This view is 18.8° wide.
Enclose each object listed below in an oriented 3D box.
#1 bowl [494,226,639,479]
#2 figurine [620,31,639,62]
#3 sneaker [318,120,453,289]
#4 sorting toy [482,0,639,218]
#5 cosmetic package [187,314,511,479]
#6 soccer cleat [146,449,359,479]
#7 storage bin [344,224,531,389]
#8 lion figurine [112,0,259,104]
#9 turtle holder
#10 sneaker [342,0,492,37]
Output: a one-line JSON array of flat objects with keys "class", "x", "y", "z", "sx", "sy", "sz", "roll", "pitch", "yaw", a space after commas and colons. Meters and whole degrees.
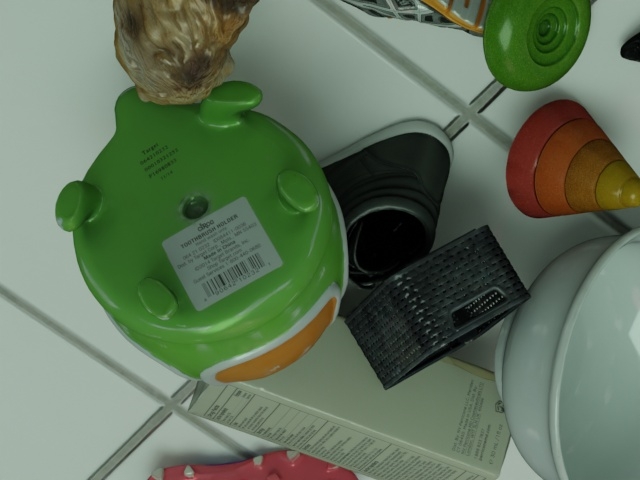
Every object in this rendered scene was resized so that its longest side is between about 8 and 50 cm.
[{"class": "bowl", "x": 0.267, "y": 0.122, "z": 1.926, "sx": 0.134, "sy": 0.298, "sz": 0.297, "roll": 11, "pitch": 132, "yaw": 40}, {"class": "figurine", "x": 0.417, "y": -0.168, "z": 1.787, "sx": 0.215, "sy": 0.092, "sz": 0.209, "roll": 43, "pitch": 127, "yaw": -8}, {"class": "sneaker", "x": 0.000, "y": 0.000, "z": 1.918, "sx": 0.296, "sy": 0.147, "sz": 0.104, "roll": -30, "pitch": 117, "yaw": 25}, {"class": "sorting toy", "x": 0.237, "y": -0.162, "z": 1.767, "sx": 0.127, "sy": 0.126, "sz": 0.365, "roll": -31, "pitch": 127, "yaw": -27}, {"class": "cosmetic package", "x": 0.034, "y": 0.164, "z": 2.008, "sx": 0.309, "sy": 0.113, "sz": 0.160, "roll": 22, "pitch": 157, "yaw": -8}, {"class": "soccer cleat", "x": -0.076, "y": 0.288, "z": 2.171, "sx": 0.248, "sy": 0.083, "sz": 0.095, "roll": -4, "pitch": 153, "yaw": 3}, {"class": "storage bin", "x": 0.111, "y": 0.066, "z": 1.876, "sx": 0.084, "sy": 0.122, "sz": 0.180, "roll": 59, "pitch": 159, "yaw": 7}, {"class": "lion figurine", "x": -0.029, "y": -0.285, "z": 1.678, "sx": 0.392, "sy": 0.142, "sz": 0.240, "roll": -22, "pitch": 75, "yaw": 26}, {"class": "turtle holder", "x": -0.118, "y": 0.000, "z": 1.803, "sx": 0.320, "sy": 0.243, "sz": 0.227, "roll": 25, "pitch": 159, "yaw": 28}, {"class": "sneaker", "x": 0.089, "y": -0.237, "z": 1.799, "sx": 0.215, "sy": 0.084, "sz": 0.083, "roll": 20, "pitch": 153, "yaw": -14}]
